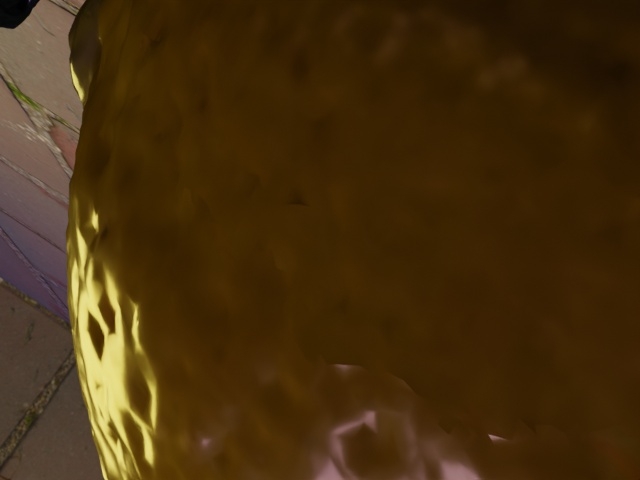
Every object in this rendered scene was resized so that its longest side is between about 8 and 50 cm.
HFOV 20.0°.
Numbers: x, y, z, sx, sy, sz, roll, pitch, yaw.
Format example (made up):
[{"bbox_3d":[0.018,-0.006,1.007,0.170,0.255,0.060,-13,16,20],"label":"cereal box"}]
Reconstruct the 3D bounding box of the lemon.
[{"bbox_3d":[0.103,0.008,0.457,0.336,0.336,0.336,34,167,9],"label":"lemon"}]

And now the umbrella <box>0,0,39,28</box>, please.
[{"bbox_3d":[-0.311,-0.221,1.195,0.349,0.094,0.143,15,137,45],"label":"umbrella"}]
